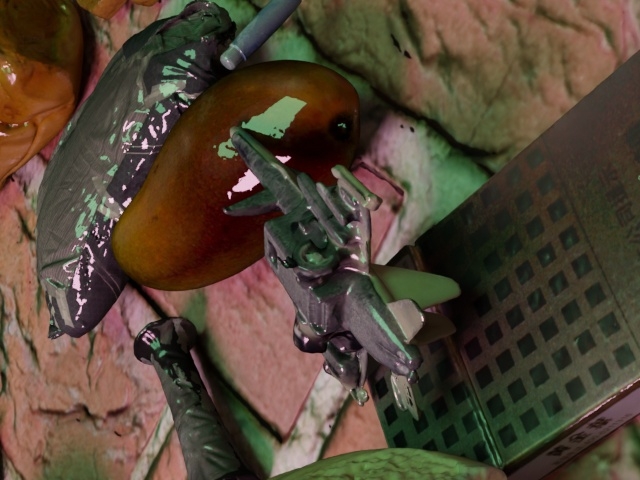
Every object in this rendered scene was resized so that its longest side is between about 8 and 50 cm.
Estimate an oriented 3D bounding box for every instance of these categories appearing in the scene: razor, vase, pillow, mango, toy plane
[{"bbox_3d":[-0.031,-0.184,1.075,0.135,0.040,0.068,-49,35,-19],"label":"razor"},{"bbox_3d":[-0.102,0.141,1.112,0.059,0.059,0.167,-51,47,28],"label":"vase"},{"bbox_3d":[-0.171,-0.066,1.213,0.335,0.092,0.161,-58,36,21],"label":"pillow"},{"bbox_3d":[-0.067,-0.053,1.076,0.267,0.111,0.133,-38,77,34],"label":"mango"},{"bbox_3d":[-0.009,0.004,0.912,0.262,0.088,0.192,41,146,35],"label":"toy plane"}]

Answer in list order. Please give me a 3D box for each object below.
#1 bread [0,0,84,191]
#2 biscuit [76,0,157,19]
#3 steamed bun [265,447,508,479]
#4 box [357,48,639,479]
[{"bbox_3d":[-0.363,-0.137,1.427,0.294,0.132,0.167,-42,51,36],"label":"bread"},{"bbox_3d":[-0.158,-0.316,1.307,0.249,0.035,0.184,-33,58,39],"label":"biscuit"},{"bbox_3d":[0.023,0.253,0.828,0.200,0.170,0.225,-5,102,46],"label":"steamed bun"},{"bbox_3d":[0.149,0.033,0.856,0.325,0.047,0.180,-42,52,35],"label":"box"}]
